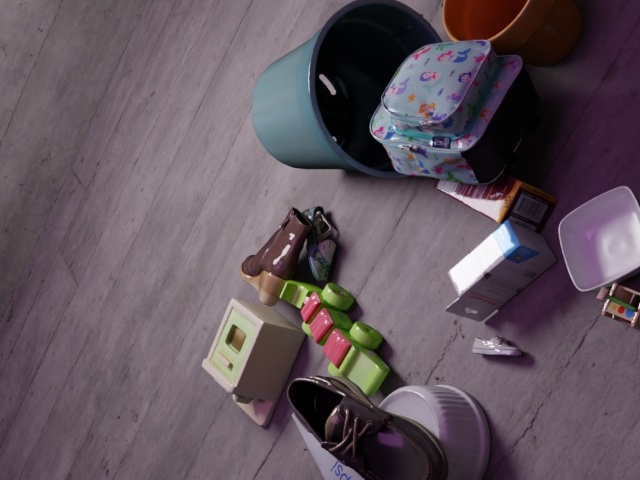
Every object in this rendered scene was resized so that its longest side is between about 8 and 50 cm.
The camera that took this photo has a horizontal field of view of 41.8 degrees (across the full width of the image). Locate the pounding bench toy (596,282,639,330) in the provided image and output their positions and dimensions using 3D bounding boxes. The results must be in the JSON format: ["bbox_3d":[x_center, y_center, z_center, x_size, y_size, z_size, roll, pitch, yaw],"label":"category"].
[{"bbox_3d":[0.449,0.097,1.218,0.065,0.083,0.052,27,96,53],"label":"pounding bench toy"}]

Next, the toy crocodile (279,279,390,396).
[{"bbox_3d":[0.028,0.184,1.681,0.115,0.105,0.340,-57,40,17],"label":"toy crocodile"}]

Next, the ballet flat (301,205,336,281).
[{"bbox_3d":[0.000,0.000,1.832,0.070,0.070,0.188,-40,51,34],"label":"ballet flat"}]

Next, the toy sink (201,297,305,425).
[{"bbox_3d":[-0.162,0.269,1.856,0.153,0.131,0.234,30,99,53],"label":"toy sink"}]

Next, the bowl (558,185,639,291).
[{"bbox_3d":[0.446,0.003,1.288,0.142,0.053,0.142,-34,52,38],"label":"bowl"}]

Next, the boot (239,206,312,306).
[{"bbox_3d":[-0.093,0.021,1.889,0.206,0.090,0.248,-64,22,9],"label":"boot"}]

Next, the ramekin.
[{"bbox_3d":[0.176,0.344,1.428,0.207,0.109,0.207,-23,58,44],"label":"ramekin"}]

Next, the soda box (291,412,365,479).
[{"bbox_3d":[0.054,0.398,1.568,0.098,0.091,0.286,-55,40,19],"label":"soda box"}]

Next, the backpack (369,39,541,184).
[{"bbox_3d":[0.210,-0.218,1.426,0.254,0.191,0.225,7,58,49],"label":"backpack"}]

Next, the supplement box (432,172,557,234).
[{"bbox_3d":[0.300,-0.084,1.462,0.188,0.104,0.080,37,105,52],"label":"supplement box"}]

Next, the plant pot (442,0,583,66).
[{"bbox_3d":[0.351,-0.398,1.464,0.205,0.188,0.205,-23,58,43],"label":"plant pot"}]

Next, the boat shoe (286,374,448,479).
[{"bbox_3d":[0.058,0.326,1.383,0.355,0.130,0.132,21,92,53],"label":"boat shoe"}]

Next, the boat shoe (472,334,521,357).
[{"bbox_3d":[0.297,0.177,1.413,0.100,0.035,0.035,-5,74,57],"label":"boat shoe"}]

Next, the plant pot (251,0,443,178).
[{"bbox_3d":[0.042,-0.284,1.711,0.334,0.341,0.341,-1,74,60],"label":"plant pot"}]

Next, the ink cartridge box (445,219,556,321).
[{"bbox_3d":[0.292,0.054,1.412,0.180,0.104,0.060,-45,45,29],"label":"ink cartridge box"}]
